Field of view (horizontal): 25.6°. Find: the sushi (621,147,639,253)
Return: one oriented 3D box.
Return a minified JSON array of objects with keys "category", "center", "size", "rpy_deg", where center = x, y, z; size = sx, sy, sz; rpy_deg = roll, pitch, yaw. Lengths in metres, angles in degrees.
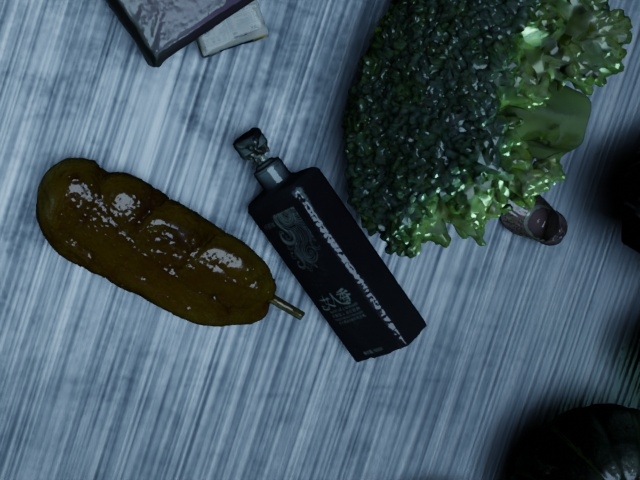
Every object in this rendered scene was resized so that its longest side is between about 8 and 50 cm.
[{"category":"sushi","center":[0.508,-0.035,1.692],"size":[0.227,0.215,0.212],"rpy_deg":[-45,138,-40]}]

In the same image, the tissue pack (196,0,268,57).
[{"category":"tissue pack","center":[-0.108,-0.253,1.634],"size":[0.083,0.042,0.062],"rpy_deg":[-21,98,-8]}]

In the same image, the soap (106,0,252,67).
[{"category":"soap","center":[-0.145,-0.386,1.560],"size":[0.296,0.107,0.285],"rpy_deg":[-37,95,-7]}]

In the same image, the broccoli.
[{"category":"broccoli","center":[0.181,-0.168,1.598],"size":[0.317,0.277,0.338],"rpy_deg":[-21,110,-28]}]

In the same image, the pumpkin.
[{"category":"pumpkin","center":[0.354,0.325,1.711],"size":[0.250,0.216,0.250],"rpy_deg":[0,90,-10]}]

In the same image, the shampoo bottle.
[{"category":"shampoo bottle","center":[-0.001,0.000,1.659],"size":[0.071,0.098,0.309],"rpy_deg":[-44,105,-37]}]

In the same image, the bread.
[{"category":"bread","center":[-0.171,0.013,1.636],"size":[0.344,0.084,0.124],"rpy_deg":[27,113,-14]}]

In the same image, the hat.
[{"category":"hat","center":[0.268,-0.027,1.747],"size":[0.087,0.042,0.058],"rpy_deg":[28,92,20]}]
